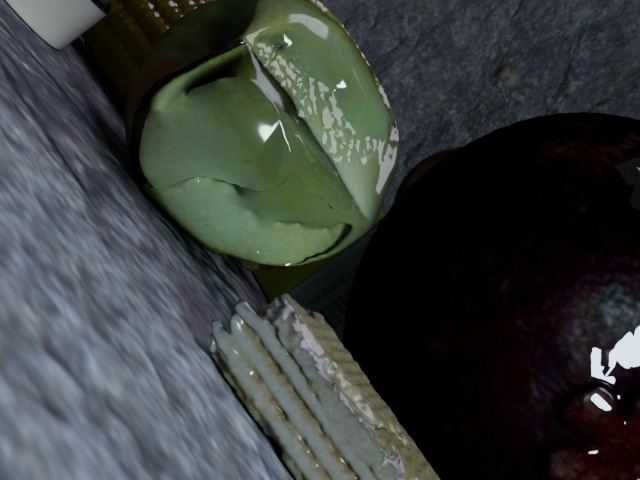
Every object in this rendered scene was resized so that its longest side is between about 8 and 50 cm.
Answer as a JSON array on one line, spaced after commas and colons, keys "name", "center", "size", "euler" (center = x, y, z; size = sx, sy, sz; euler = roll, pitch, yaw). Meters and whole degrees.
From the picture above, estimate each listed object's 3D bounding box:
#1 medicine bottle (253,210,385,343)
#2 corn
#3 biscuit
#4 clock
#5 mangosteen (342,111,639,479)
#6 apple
[{"name": "medicine bottle", "center": [0.000, 0.000, 1.165], "size": [0.141, 0.137, 0.250], "euler": [52, 3, -37]}, {"name": "corn", "center": [-0.109, -0.124, 1.048], "size": [0.344, 0.131, 0.131], "euler": [54, 3, 21]}, {"name": "biscuit", "center": [0.027, 0.136, 0.660], "size": [0.239, 0.062, 0.108], "euler": [53, 3, 11]}, {"name": "clock", "center": [-0.240, -0.236, 0.925], "size": [0.156, 0.063, 0.229], "euler": [54, 2, 10]}, {"name": "mangosteen", "center": [0.197, 0.079, 0.921], "size": [0.382, 0.382, 0.435], "euler": [52, 9, -14]}, {"name": "apple", "center": [-0.047, -0.086, 0.873], "size": [0.173, 0.207, 0.188], "euler": [8, -38, 51]}]
